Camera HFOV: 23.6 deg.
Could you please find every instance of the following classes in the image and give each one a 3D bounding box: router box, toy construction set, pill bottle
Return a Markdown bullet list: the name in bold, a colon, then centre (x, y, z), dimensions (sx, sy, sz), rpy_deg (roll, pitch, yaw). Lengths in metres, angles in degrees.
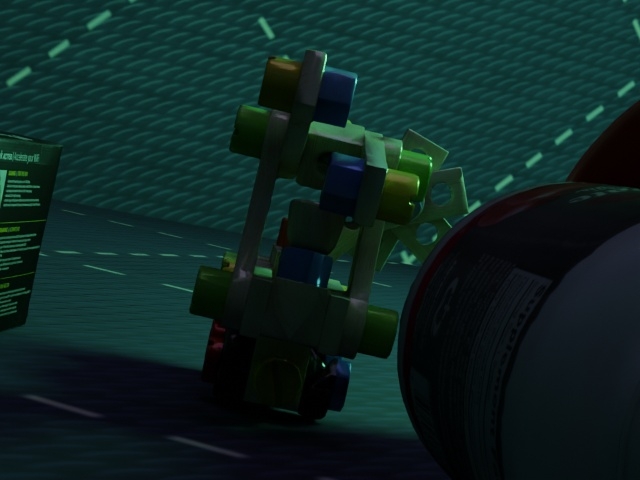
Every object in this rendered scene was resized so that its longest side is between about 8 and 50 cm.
- **router box**: centre (-0.224, -0.006, 0.999), dimensions (0.046, 0.133, 0.179), rpy_deg (13, 2, 5)
- **toy construction set**: centre (0.000, 0.000, 0.980), dimensions (0.151, 0.215, 0.328), rpy_deg (13, 3, 12)
- **pill bottle**: centre (0.146, 0.068, 0.640), dimensions (0.176, 0.176, 0.318), rpy_deg (11, 3, -10)

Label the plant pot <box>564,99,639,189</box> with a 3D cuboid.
- **plant pot**: centre (0.309, 0.053, 0.984), dimensions (0.243, 0.275, 0.275), rpy_deg (23, -4, -33)
